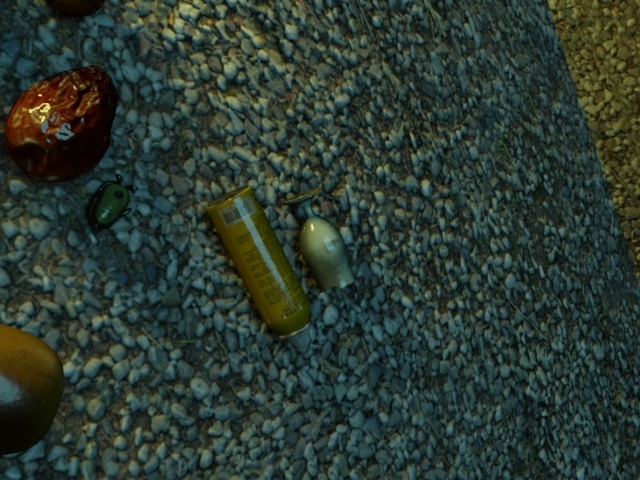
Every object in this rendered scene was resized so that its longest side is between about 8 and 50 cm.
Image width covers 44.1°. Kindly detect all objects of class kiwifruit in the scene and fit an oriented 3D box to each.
[{"bbox_3d":[-0.513,0.222,1.196,0.234,0.196,0.196,17,73,-33],"label":"kiwifruit"}]

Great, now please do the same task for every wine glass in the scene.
[{"bbox_3d":[0.000,0.000,1.708,0.103,0.103,0.222,-30,102,-38],"label":"wine glass"}]

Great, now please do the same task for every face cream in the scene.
[{"bbox_3d":[-0.109,0.064,1.607,0.105,0.105,0.349,-37,107,-37],"label":"face cream"}]

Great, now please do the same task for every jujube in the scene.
[{"bbox_3d":[-0.432,-0.206,1.357,0.168,0.168,0.236,48,42,-24],"label":"jujube"}]

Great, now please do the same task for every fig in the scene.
[{"bbox_3d":[-0.440,-0.476,1.406,0.128,0.128,0.150,9,51,-39],"label":"fig"}]

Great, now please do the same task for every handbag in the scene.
[{"bbox_3d":[-0.384,-0.061,1.433,0.072,0.047,0.111,41,58,-27],"label":"handbag"}]
